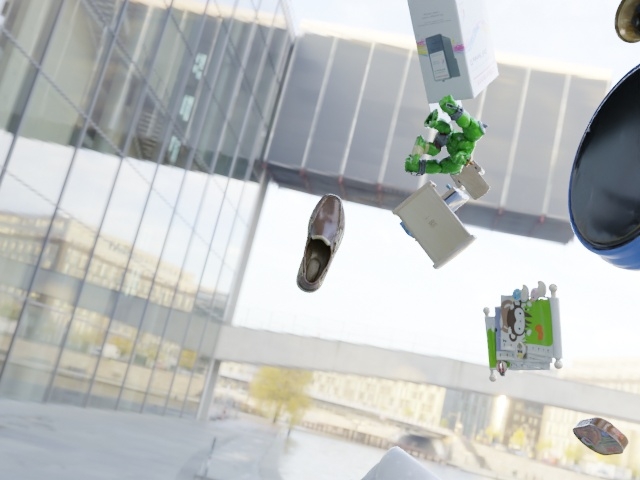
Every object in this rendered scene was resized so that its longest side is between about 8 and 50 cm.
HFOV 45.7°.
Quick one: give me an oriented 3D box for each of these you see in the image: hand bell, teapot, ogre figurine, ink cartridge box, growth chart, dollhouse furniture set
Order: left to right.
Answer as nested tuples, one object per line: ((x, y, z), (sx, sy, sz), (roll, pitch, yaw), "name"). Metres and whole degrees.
((0.235, 0.678, 1.980), (0.252, 0.187, 0.256), (37, -9, -6), "teapot")
((0.259, -0.201, 1.544), (0.118, 0.197, 0.097), (15, 26, -12), "ogre figurine")
((0.314, -0.448, 1.754), (0.119, 0.207, 0.353), (-1, -64, 32), "ink cartridge box")
((0.388, -0.061, 2.131), (0.198, 0.286, 0.303), (55, 16, 17), "dollhouse furniture set")
((0.377, 0.171, 1.425), (0.021, 0.171, 0.237), (-1, -13, -23), "growth chart")
((0.753, -0.451, 1.603), (0.242, 0.126, 0.126), (7, -9, -28), "hand bell")

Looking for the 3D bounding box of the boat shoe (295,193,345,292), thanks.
((0.008, 0.002, 1.864), (0.095, 0.257, 0.095), (13, -13, -1), "boat shoe")

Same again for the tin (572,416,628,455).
((0.722, 0.505, 1.959), (0.106, 0.040, 0.189), (46, -16, 9), "tin")

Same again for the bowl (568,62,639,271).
((0.569, -0.143, 1.334), (0.077, 0.391, 0.391), (17, -14, -12), "bowl")
